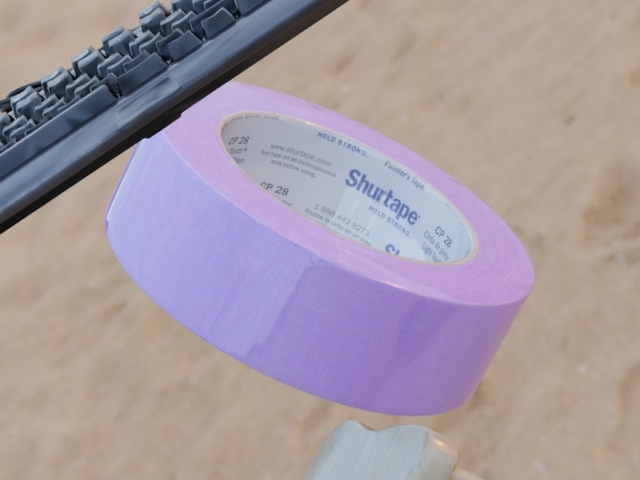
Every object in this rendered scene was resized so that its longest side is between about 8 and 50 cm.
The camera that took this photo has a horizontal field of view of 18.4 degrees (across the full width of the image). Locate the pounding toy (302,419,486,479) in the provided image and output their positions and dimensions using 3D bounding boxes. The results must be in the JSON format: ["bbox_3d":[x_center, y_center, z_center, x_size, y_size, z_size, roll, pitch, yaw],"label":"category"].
[{"bbox_3d":[-0.028,0.178,0.695,0.270,0.154,0.154,-61,16,7],"label":"pounding toy"}]

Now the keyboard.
[{"bbox_3d":[-0.063,-0.064,0.692,0.317,0.033,0.201,-33,12,2],"label":"keyboard"}]

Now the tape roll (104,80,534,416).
[{"bbox_3d":[0.000,0.000,1.298,0.275,0.274,0.090,-94,28,-66],"label":"tape roll"}]
